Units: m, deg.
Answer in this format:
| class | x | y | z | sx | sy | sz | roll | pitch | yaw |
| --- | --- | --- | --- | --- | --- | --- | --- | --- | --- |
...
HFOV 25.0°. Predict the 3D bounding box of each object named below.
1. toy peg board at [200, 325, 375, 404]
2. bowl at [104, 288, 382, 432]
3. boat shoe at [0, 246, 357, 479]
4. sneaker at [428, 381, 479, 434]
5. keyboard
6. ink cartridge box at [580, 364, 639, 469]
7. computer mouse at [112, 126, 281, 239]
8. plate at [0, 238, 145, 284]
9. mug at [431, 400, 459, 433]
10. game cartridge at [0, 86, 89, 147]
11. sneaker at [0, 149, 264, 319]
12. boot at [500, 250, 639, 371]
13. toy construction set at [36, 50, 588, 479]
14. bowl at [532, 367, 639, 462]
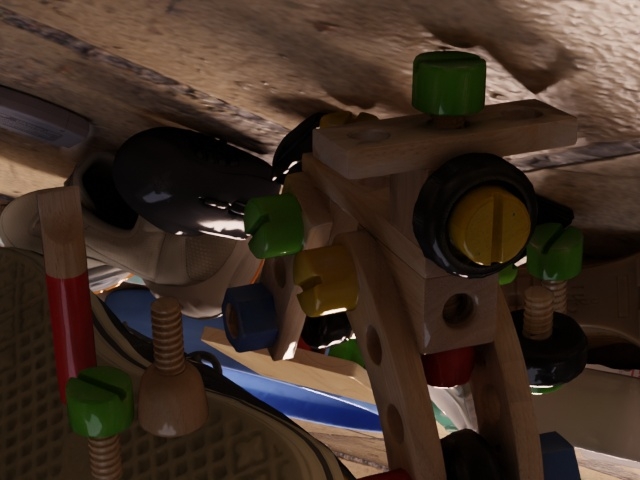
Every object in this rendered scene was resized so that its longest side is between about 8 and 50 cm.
| class | x | y | z | sx | sy | sz | roll | pitch | yaw |
| --- | --- | --- | --- | --- | --- | --- | --- | --- | --- |
| toy peg board | -0.006 | 0.096 | 1.415 | 0.160 | 0.079 | 0.161 | 12 | 167 | 23 |
| bowl | -0.082 | 0.143 | 1.706 | 0.391 | 0.077 | 0.391 | 14 | 168 | 3 |
| boat shoe | -0.144 | 0.141 | 0.984 | 0.500 | 0.187 | 0.156 | 21 | 166 | 44 |
| sneaker | 0.124 | 0.114 | 1.276 | 0.232 | 0.090 | 0.115 | 51 | 168 | -22 |
| keyboard | 0.056 | -0.034 | 0.898 | 0.192 | 0.038 | 0.100 | 21 | 143 | -26 |
| ink cartridge box | 0.248 | 0.122 | 1.181 | 0.060 | 0.104 | 0.180 | 11 | 167 | 16 |
| computer mouse | -0.025 | -0.013 | 0.955 | 0.242 | 0.071 | 0.041 | 19 | -160 | -25 |
| plate | -0.225 | 0.006 | 1.375 | 0.188 | 0.024 | 0.188 | 13 | 168 | 3 |
| mug | 0.178 | 0.147 | 1.383 | 0.157 | 0.097 | 0.129 | 16 | 167 | -9 |
| game cartridge | -0.199 | -0.084 | 0.965 | 0.083 | 0.017 | 0.056 | 19 | 170 | -24 |
| sneaker | -0.161 | -0.024 | 1.063 | 0.262 | 0.099 | 0.121 | 6 | 145 | 41 |
| boot | 0.248 | 0.051 | 0.984 | 0.248 | 0.090 | 0.207 | 5 | 177 | 30 |
| toy construction set | 0.000 | 0.000 | 0.758 | 0.309 | 0.237 | 0.257 | 0 | -151 | 3 |
| bowl | 0.198 | 0.116 | 0.972 | 0.142 | 0.053 | 0.142 | 14 | 176 | -40 |
